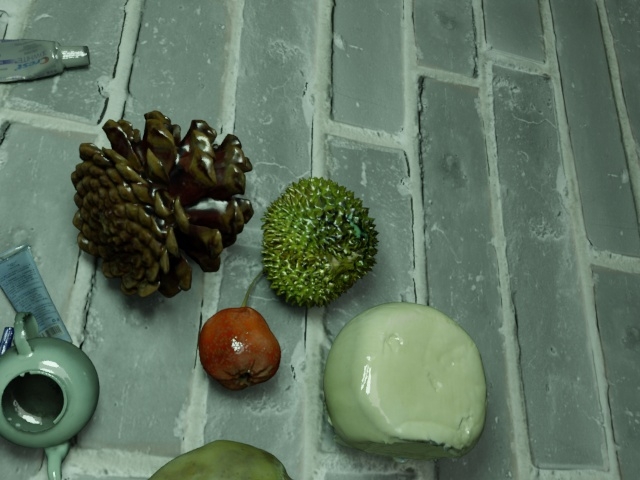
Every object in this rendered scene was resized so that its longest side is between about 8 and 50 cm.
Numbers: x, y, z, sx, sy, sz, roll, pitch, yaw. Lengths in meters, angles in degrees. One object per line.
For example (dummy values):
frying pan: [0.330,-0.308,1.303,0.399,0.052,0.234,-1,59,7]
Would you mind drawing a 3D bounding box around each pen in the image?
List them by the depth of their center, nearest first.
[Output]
pen: [-0.595,0.256,1.238,0.025,0.025,0.204,13,63,-15]

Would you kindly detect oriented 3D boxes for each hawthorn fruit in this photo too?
hawthorn fruit: [-0.160,0.163,1.386,0.165,0.165,0.285,12,51,-15]

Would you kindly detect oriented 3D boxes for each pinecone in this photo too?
pinecone: [-0.278,-0.088,1.333,0.384,0.384,0.384,8,65,-17]

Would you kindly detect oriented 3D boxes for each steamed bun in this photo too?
steamed bun: [0.162,0.291,1.391,0.334,0.233,0.312,24,58,-19]

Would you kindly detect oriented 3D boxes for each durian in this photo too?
durian: [0.004,-0.001,1.455,0.291,0.225,0.291,15,69,-46]

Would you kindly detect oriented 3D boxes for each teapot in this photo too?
teapot: [-0.490,0.267,1.187,0.193,0.129,0.294,-13,94,-10]

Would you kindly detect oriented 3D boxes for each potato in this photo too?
potato: [-0.198,0.489,1.171,0.326,0.221,0.243,-39,74,-20]

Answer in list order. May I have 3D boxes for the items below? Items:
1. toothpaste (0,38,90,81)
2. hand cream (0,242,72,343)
toothpaste: [-0.657,-0.402,1.493,0.282,0.068,0.099,-7,43,-17]
hand cream: [-0.546,0.123,1.300,0.088,0.055,0.256,-30,78,-18]
